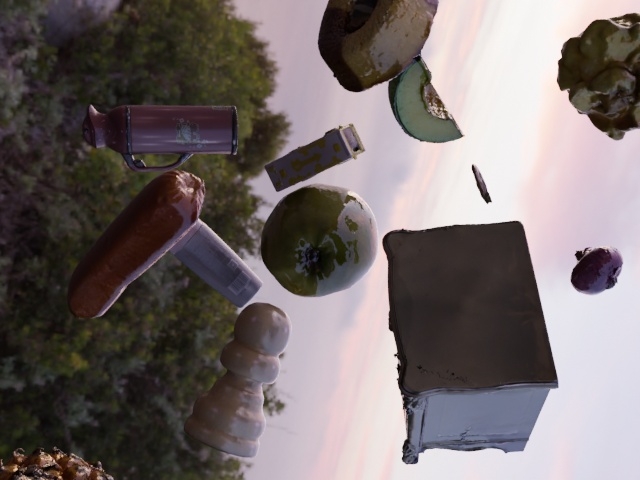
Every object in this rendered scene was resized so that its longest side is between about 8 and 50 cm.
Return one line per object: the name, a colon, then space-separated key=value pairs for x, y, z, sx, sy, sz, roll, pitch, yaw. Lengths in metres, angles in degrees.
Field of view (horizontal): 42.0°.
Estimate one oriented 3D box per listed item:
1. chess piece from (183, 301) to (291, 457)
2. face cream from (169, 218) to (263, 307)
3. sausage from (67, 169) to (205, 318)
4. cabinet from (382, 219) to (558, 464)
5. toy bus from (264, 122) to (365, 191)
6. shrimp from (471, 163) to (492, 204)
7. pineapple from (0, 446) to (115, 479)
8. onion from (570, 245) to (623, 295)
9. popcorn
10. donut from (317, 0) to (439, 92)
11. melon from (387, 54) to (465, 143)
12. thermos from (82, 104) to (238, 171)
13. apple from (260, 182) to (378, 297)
chess piece: x=-0.148 y=0.272 z=1.690 sx=0.167 sy=0.167 sz=0.299 roll=95 pitch=18 yaw=-84
face cream: x=-0.264 y=0.045 z=2.034 sx=0.107 sy=0.269 sz=0.073 roll=-51 pitch=-166 yaw=-18
sausage: x=-0.264 y=0.007 z=1.156 sx=0.300 sy=0.083 sz=0.089 roll=-41 pitch=-146 yaw=29
cabinet: x=0.225 y=0.177 z=1.375 sx=0.318 sy=0.227 sz=0.290 roll=84 pitch=2 yaw=-57
toy bus: x=-0.015 y=-0.181 z=1.810 sx=0.074 sy=0.226 sz=0.081 roll=-32 pitch=100 yaw=-55
shrimp: x=0.396 y=-0.140 z=2.064 sx=0.108 sy=0.023 sz=0.059 roll=68 pitch=15 yaw=4
pineapple: x=-0.442 y=0.355 z=1.215 sx=0.140 sy=0.250 sz=0.164 roll=58 pitch=-7 yaw=35
onion: x=0.548 y=0.054 z=1.665 sx=0.104 sy=0.115 sz=0.115 roll=54 pitch=-31 yaw=36
popcorn: x=0.620 y=-0.333 z=1.693 sx=0.215 sy=0.286 sz=0.252 roll=155 pitch=-43 yaw=-79
donut: x=0.067 y=-0.279 z=1.044 sx=0.166 sy=0.073 sz=0.184 roll=4 pitch=-113 yaw=47
melon: x=0.227 y=-0.352 z=2.033 sx=0.265 sy=0.129 sz=0.169 roll=51 pitch=13 yaw=-35
thermos: x=-0.354 y=-0.233 z=1.841 sx=0.136 sy=0.330 sz=0.109 roll=101 pitch=-17 yaw=-45
apple: x=0.000 y=0.000 z=1.863 sx=0.279 sy=0.279 sz=0.279 roll=11 pitch=90 yaw=-89
